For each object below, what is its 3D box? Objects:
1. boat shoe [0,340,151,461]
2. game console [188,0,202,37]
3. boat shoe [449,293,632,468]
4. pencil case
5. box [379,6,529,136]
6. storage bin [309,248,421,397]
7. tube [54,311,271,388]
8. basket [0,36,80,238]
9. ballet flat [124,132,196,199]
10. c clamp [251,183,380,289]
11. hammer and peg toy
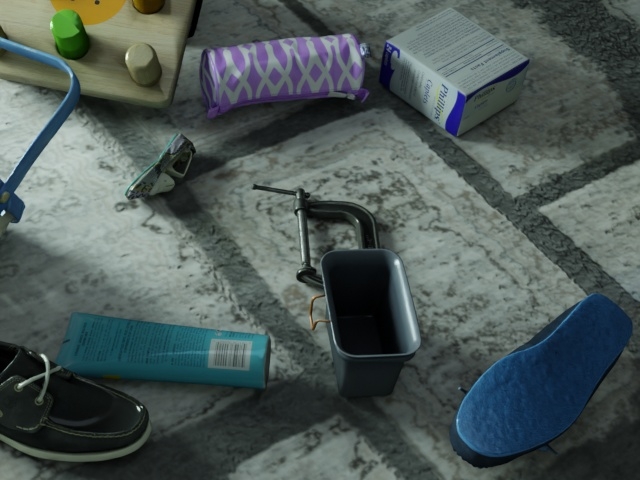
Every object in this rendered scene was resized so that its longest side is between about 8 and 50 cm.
[{"bbox_3d":[-0.269,0.140,1.102,0.233,0.079,0.084,16,45,4],"label":"boat shoe"},{"bbox_3d":[-0.222,-0.448,1.520,0.213,0.361,0.044,15,4,4],"label":"game console"},{"bbox_3d":[0.217,0.151,1.166,0.258,0.089,0.109,-26,69,-35],"label":"boat shoe"},{"bbox_3d":[-0.045,-0.199,1.454,0.206,0.086,0.088,-8,76,-14],"label":"pencil case"},{"bbox_3d":[0.166,-0.212,1.501,0.126,0.072,0.137,-32,58,-32],"label":"box"},{"bbox_3d":[0.037,0.089,1.187,0.098,0.091,0.135,-2,47,-10],"label":"storage bin"},{"bbox_3d":[-0.153,0.109,1.171,0.207,0.052,0.080,6,40,3],"label":"tube"},{"bbox_3d":[-0.412,-0.097,1.193,0.254,0.201,0.289,26,80,14],"label":"basket"},{"bbox_3d":[-0.175,-0.078,1.347,0.041,0.041,0.114,24,49,13],"label":"ballet flat"},{"bbox_3d":[0.000,0.000,1.316,0.137,0.022,0.161,1,45,-15],"label":"c clamp"},{"bbox_3d":[-0.325,-0.312,1.414,0.361,0.127,0.266,12,76,1],"label":"hammer and peg toy"}]
